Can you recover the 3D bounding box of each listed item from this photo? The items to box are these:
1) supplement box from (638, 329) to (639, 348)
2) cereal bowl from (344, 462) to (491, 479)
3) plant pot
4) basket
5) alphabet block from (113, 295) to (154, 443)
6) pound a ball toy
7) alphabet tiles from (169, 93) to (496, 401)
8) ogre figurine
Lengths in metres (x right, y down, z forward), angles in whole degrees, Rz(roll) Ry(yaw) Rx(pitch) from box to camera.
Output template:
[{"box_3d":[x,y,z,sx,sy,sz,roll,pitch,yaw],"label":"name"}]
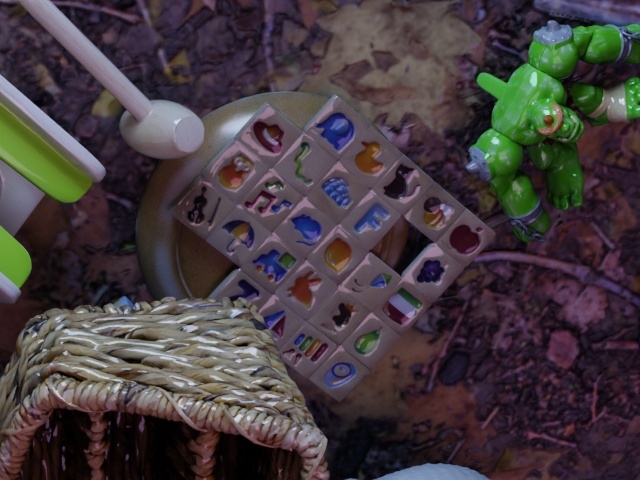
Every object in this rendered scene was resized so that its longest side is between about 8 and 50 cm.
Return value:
[{"box_3d":[0.410,0.058,1.582,0.220,0.114,0.111,-7,114,-16],"label":"supplement box"},{"box_3d":[0.016,0.306,1.494,0.141,0.339,0.339,45,97,14],"label":"cereal bowl"},{"box_3d":[-0.034,-0.006,1.464,0.236,0.032,0.236,-6,114,-14],"label":"plant pot"},{"box_3d":[-0.123,0.214,1.210,0.213,0.223,0.299,-3,115,-15],"label":"basket"},{"box_3d":[-0.159,0.201,1.427,0.197,0.193,0.192,-40,116,3],"label":"alphabet block"},{"box_3d":[-0.271,-0.103,1.313,0.319,0.135,0.208,42,71,-27],"label":"pound a ball toy"},{"box_3d":[0.000,0.000,1.454,0.237,0.009,0.198,39,98,-27],"label":"alphabet tiles"},{"box_3d":[0.189,-0.099,1.460,0.118,0.097,0.197,19,123,-42],"label":"ogre figurine"}]
